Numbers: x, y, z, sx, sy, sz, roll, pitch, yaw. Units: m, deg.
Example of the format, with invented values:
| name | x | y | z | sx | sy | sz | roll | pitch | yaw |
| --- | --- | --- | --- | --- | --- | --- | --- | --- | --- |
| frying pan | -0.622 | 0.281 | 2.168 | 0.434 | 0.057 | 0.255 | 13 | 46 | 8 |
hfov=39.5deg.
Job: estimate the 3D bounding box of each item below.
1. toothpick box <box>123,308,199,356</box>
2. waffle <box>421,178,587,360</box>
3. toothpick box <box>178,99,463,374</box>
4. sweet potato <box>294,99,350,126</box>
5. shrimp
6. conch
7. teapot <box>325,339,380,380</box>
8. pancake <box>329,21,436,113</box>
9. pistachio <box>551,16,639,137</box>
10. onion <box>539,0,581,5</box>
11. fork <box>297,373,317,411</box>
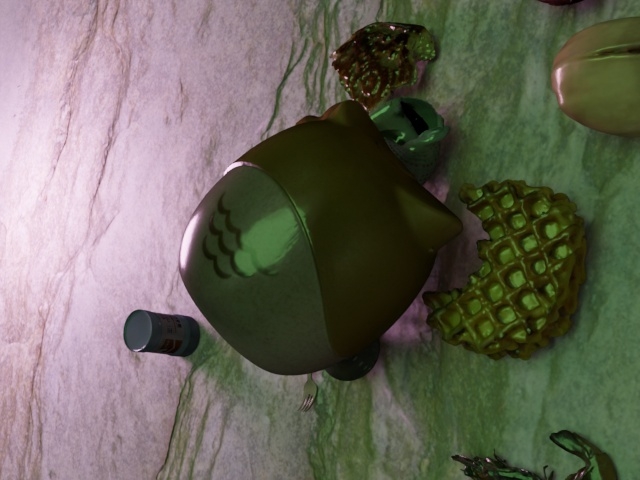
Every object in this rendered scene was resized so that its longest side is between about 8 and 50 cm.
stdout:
| name | x | y | z | sx | sy | sz | roll | pitch | yaw |
| --- | --- | --- | --- | --- | --- | --- | --- | --- | --- |
| toothpick box | -0.370 | 0.218 | 2.081 | 0.101 | 0.153 | 0.101 | -8 | 76 | 37 |
| waffle | 0.329 | 0.054 | 1.579 | 0.261 | 0.151 | 0.324 | 21 | 95 | 42 |
| toothpick box | 0.000 | 0.000 | 1.592 | 0.425 | 0.409 | 0.409 | -42 | 57 | 10 |
| sweet potato | 0.022 | -0.260 | 1.943 | 0.219 | 0.051 | 0.065 | -18 | 84 | 33 |
| shrimp | 0.369 | 0.392 | 1.536 | 0.296 | 0.058 | 0.169 | 21 | 86 | 35 |
| conch | 0.170 | -0.179 | 1.764 | 0.200 | 0.131 | 0.172 | -20 | 59 | 14 |
| teapot | 0.060 | 0.196 | 1.768 | 0.130 | 0.119 | 0.165 | 34 | 86 | 38 |
| pancake | 0.132 | -0.386 | 1.875 | 0.212 | 0.056 | 0.257 | -42 | 50 | 16 |
| pistachio | 0.538 | -0.270 | 1.443 | 0.318 | 0.214 | 0.193 | -2 | 77 | 25 |
| onion | 0.428 | -0.547 | 1.581 | 0.252 | 0.219 | 0.252 | -15 | 69 | 45 |
| fork | -0.018 | 0.253 | 1.887 | 0.034 | 0.028 | 0.219 | -4 | 74 | 45 |
